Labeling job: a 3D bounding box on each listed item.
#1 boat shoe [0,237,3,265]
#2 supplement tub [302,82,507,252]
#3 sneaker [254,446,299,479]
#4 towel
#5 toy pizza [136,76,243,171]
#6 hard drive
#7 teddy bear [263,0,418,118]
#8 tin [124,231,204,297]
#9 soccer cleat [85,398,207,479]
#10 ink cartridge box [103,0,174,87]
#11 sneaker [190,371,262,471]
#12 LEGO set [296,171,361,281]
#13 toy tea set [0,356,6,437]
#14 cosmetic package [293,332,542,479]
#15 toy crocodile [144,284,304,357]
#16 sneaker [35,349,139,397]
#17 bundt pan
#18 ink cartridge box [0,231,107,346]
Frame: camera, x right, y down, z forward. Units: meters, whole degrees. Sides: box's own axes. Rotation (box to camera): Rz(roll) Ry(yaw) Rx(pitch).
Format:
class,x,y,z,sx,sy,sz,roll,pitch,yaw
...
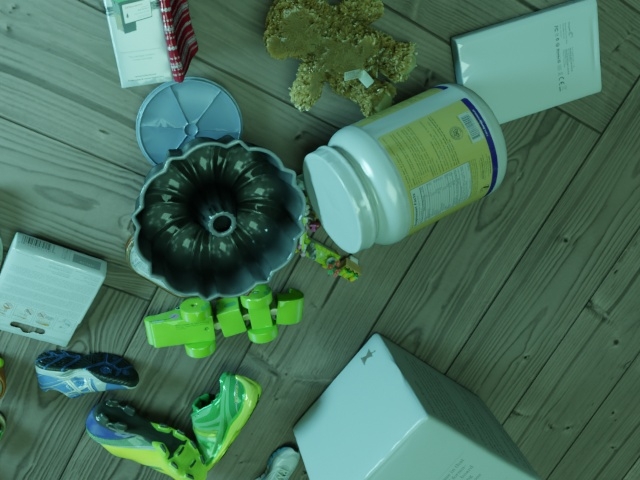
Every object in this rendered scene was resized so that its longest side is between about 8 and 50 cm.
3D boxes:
class,x,y,z,sx,sy,sz,roll,pitch,yaw
boat shoe,-0.650,-0.009,1.429,0.065,0.075,0.206,18,122,23
supplement tub,0.159,-0.136,1.456,0.331,0.241,0.241,-26,120,-18
sneaker,-0.108,0.584,1.842,0.071,0.083,0.190,30,102,-24
towel,-0.244,-0.420,1.262,0.031,0.199,0.274,-6,117,0
toy pizza,-0.248,-0.215,1.450,0.201,0.032,0.201,-8,120,-14
hard drive,0.429,-0.361,1.575,0.308,0.040,0.203,-18,118,-7
teddy bear,0.035,-0.356,1.440,0.338,0.113,0.245,5,120,-26
tin,-0.310,0.047,1.557,0.190,0.040,0.106,34,106,-27
soccer cleat,-0.380,0.451,1.668,0.289,0.093,0.121,33,127,-6
ink cartridge box,-0.311,-0.386,1.281,0.093,0.160,0.219,-11,116,-9
sneaker,-0.241,0.410,1.725,0.123,0.109,0.295,34,108,3
LEGO set,0.000,0.000,1.582,0.132,0.107,0.287,-24,118,-4
toy tea set,-0.734,0.362,1.529,0.200,0.124,0.336,1,114,-17
cosmetic package,0.211,0.491,1.749,0.394,0.329,0.327,35,102,-26
toy crocodile,-0.198,0.160,1.613,0.341,0.105,0.115,-12,118,-5
sneaker,-0.487,0.285,1.600,0.211,0.080,0.081,11,118,-10
bundt pan,-0.199,-0.057,1.457,0.331,0.124,0.330,-9,120,-16
ink cartridge box,-0.550,0.103,1.516,0.181,0.056,0.224,21,126,-24
